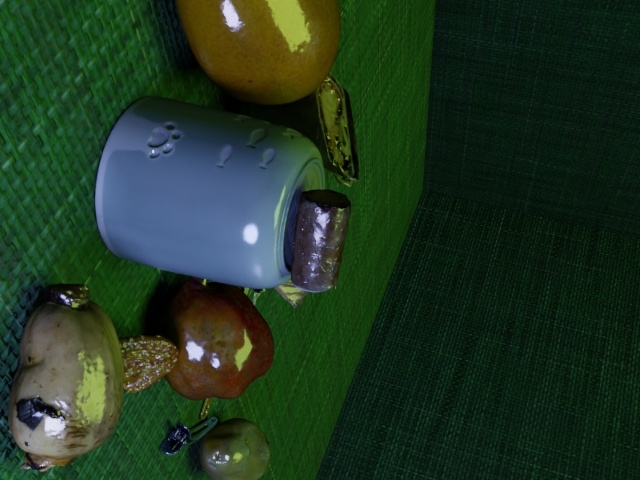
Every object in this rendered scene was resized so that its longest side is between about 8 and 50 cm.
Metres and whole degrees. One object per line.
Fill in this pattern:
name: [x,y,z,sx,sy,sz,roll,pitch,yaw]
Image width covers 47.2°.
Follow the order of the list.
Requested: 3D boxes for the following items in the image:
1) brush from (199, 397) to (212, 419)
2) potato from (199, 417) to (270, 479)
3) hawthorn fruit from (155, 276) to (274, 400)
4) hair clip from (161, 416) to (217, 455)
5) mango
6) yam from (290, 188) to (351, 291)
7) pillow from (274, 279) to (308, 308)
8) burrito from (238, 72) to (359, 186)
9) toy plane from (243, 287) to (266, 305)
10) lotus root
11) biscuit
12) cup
brush: [-0.232,0.295,1.643,0.082,0.010,0.218,48,59,-73]
potato: [-0.200,0.487,1.666,0.194,0.157,0.157,48,57,-73]
hawthorn fruit: [-0.196,0.157,1.315,0.208,0.208,0.248,-47,130,-61]
hair clip: [-0.271,0.404,1.553,0.070,0.039,0.229,-55,169,0]
mango: [-0.100,-0.379,1.118,0.263,0.221,0.377,-51,139,-34]
yam: [0.000,-0.001,1.033,0.079,0.079,0.141,-48,150,-60]
pillow: [-0.080,0.014,1.335,0.248,0.049,0.135,47,56,-41]
burrito: [-0.037,-0.234,1.329,0.107,0.348,0.174,-3,114,-38]
toy plane: [-0.145,0.080,1.665,0.171,0.066,0.162,-30,121,-63]
lotus root: [-0.329,0.186,0.951,0.154,0.140,0.256,-36,132,-77]
biscuit: [-0.290,0.195,1.169,0.206,0.126,0.025,67,-3,-64]
cup: [-0.132,-0.089,1.147,0.356,0.275,0.259,-53,154,-53]
